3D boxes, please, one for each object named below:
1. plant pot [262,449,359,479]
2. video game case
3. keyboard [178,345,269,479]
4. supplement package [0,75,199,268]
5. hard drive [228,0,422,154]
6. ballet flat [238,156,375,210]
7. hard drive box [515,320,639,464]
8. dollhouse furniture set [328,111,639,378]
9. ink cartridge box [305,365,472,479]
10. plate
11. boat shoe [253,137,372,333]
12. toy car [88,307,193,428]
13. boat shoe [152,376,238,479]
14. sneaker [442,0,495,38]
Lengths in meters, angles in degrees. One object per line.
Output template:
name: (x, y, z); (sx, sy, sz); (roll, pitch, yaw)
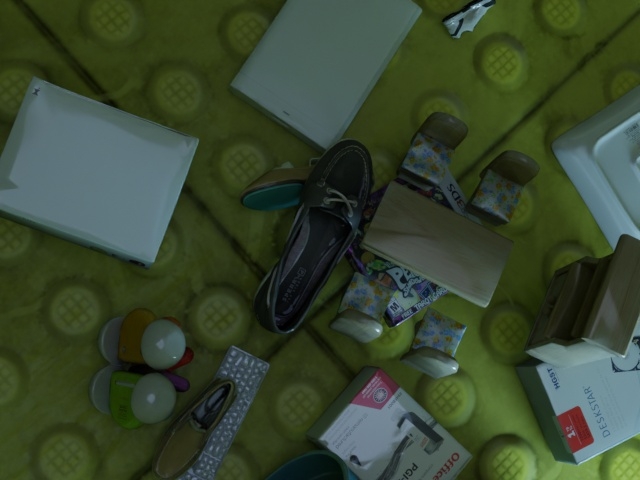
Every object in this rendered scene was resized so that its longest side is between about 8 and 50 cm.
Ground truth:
plant pot: (0.022, 0.500, 1.500); (0.255, 0.271, 0.271); (44, 76, -20)
video game case: (0.158, -0.002, 1.690); (0.232, 0.042, 0.210); (-31, 90, -14)
keyboard: (-0.169, 0.297, 1.594); (0.072, 0.014, 0.256); (28, 78, -9)
supplement package: (-0.347, -0.096, 1.529); (0.262, 0.145, 0.204); (20, 79, -10)
hard drive: (0.011, -0.324, 1.694); (0.203, 0.040, 0.307); (34, 78, -8)
ballet flat: (-0.027, -0.099, 1.653); (0.232, 0.080, 0.073); (-6, 57, -16)
hard drive box: (0.480, 0.252, 1.714); (0.232, 0.089, 0.181); (-23, 89, -14)
dollhouse furniture set: (0.268, 0.034, 1.537); (0.394, 0.256, 0.362); (26, 74, -3)
ink cartridge box: (0.111, 0.332, 1.617); (0.218, 0.092, 0.158); (44, 76, -7)
plate: (0.595, -0.129, 1.807); (0.277, 0.045, 0.278); (-32, 91, -14)
boat shoe: (0.000, 0.000, 1.584); (0.112, 0.095, 0.335); (25, 95, -19)
toy car: (-0.259, 0.199, 1.532); (0.136, 0.159, 0.182); (18, 77, -48)
boat shoe: (-0.197, 0.290, 1.549); (0.068, 0.072, 0.190); (33, 78, -2)
sneaker: (0.265, -0.394, 1.766); (0.109, 0.040, 0.044); (-32, 108, -11)
